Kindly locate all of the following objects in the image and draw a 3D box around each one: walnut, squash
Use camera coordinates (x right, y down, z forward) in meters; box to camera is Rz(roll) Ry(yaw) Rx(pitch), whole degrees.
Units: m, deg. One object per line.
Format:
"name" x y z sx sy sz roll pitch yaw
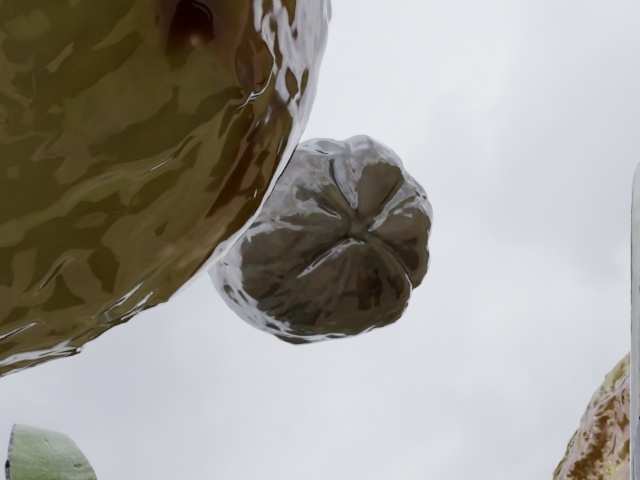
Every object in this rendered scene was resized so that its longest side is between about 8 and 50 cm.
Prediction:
"walnut" 0.000 0.000 1.246 0.224 0.224 0.224 -31 -31 -21
"squash" -0.261 0.274 1.321 0.085 0.192 0.184 -5 -7 -8

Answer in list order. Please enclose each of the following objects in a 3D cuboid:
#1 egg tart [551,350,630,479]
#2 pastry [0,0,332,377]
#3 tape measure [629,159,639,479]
"egg tart" 0.314 0.241 1.133 0.153 0.351 0.339 16 -46 -16
"pastry" -0.152 -0.132 0.494 0.313 0.388 0.388 -26 -31 -9
"tape measure" 0.182 0.048 0.440 0.133 0.271 0.231 5 -9 -10
